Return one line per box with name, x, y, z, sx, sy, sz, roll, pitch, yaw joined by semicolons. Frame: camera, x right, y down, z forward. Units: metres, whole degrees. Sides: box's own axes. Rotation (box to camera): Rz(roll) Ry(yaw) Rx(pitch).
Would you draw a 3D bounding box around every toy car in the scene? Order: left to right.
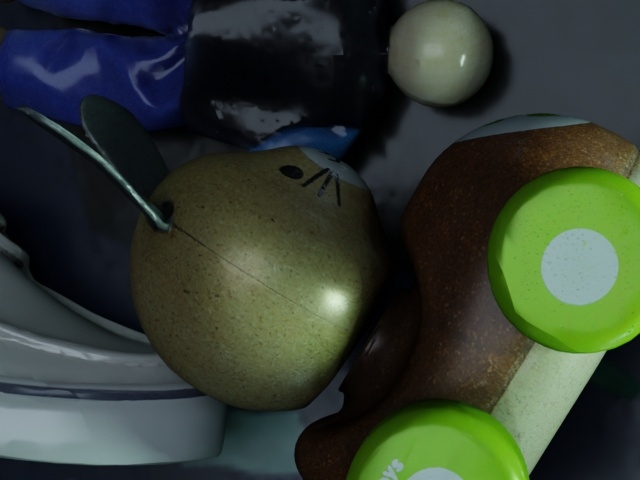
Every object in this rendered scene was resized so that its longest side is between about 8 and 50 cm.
toy car;0.000;0.000;0.616;0.188;0.155;0.149;31;96;4

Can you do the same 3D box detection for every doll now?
doll;-0.032;-0.076;0.701;0.189;0.046;0.129;9;93;16

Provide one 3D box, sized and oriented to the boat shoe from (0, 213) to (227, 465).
boat shoe;-0.154;0.015;0.712;0.267;0.096;0.088;13;96;24
